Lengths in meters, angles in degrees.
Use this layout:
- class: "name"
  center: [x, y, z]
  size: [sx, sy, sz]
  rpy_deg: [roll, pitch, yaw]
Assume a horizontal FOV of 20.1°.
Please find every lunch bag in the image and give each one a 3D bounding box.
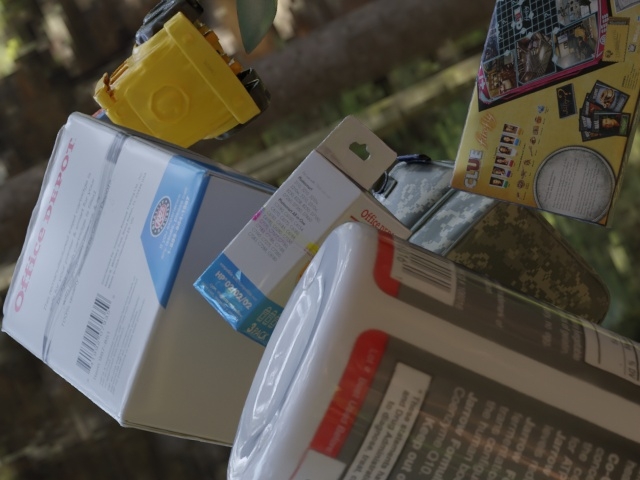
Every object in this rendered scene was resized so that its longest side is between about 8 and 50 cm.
- class: "lunch bag"
  center: [0.218, 0.031, 2.524]
  size: [0.305, 0.212, 0.256]
  rpy_deg: [42, 178, -31]

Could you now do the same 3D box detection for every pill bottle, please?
- class: "pill bottle"
  center: [0.109, 0.115, 0.951]
  size: [0.283, 0.161, 0.161]
  rpy_deg: [24, -157, -8]

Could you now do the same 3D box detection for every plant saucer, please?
- class: "plant saucer"
  center: [-0.070, -0.301, 1.971]
  size: [0.195, 0.037, 0.195]
  rpy_deg: [-3, -90, -86]

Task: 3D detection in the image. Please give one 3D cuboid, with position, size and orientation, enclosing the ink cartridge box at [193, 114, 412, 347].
- class: "ink cartridge box"
  center: [0.000, 0.000, 1.411]
  size: [0.061, 0.181, 0.104]
  rpy_deg: [44, -175, 30]

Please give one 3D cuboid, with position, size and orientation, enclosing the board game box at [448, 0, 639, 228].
- class: "board game box"
  center: [0.238, -0.150, 1.791]
  size: [0.042, 0.165, 0.243]
  rpy_deg: [10, -85, -73]

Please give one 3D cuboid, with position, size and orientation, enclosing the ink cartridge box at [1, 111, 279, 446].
- class: "ink cartridge box"
  center: [-0.151, 0.027, 1.616]
  size: [0.129, 0.223, 0.307]
  rpy_deg: [16, -175, -32]

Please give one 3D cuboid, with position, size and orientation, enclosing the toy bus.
- class: "toy bus"
  center: [-0.178, -0.152, 1.952]
  size: [0.149, 0.211, 0.220]
  rpy_deg: [49, -175, -14]
